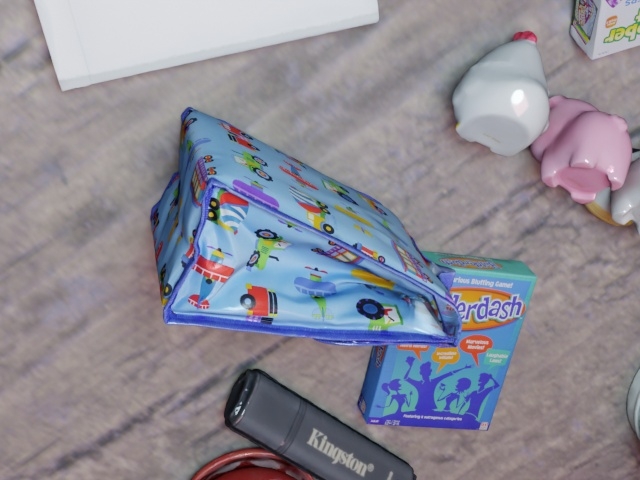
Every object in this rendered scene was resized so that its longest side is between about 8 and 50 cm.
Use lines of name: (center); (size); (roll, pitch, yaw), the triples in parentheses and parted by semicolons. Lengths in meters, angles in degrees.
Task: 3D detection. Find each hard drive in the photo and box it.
hard drive: (-0.110, -0.268, 0.823); (0.307, 0.040, 0.203); (-14, 116, -7)

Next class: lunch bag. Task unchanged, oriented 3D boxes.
lunch bag: (0.000, 0.000, 0.869); (0.293, 0.221, 0.138); (15, 110, -19)

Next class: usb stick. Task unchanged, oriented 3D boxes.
usb stick: (0.004, 0.242, 1.067); (0.278, 0.045, 0.077); (36, 59, -25)

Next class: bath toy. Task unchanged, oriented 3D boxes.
bath toy: (0.287, -0.098, 0.951); (0.348, 0.151, 0.129); (28, 66, -20)

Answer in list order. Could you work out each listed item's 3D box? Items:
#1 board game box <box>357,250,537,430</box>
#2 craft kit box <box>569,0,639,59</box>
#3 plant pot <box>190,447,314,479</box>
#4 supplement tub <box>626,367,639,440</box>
board game box: (0.145, 0.119, 1.055); (0.160, 0.047, 0.210); (6, 111, -16)
craft kit box: (0.371, -0.314, 0.862); (0.250, 0.061, 0.247); (-18, 144, -5)
plant pot: (-0.077, 0.346, 1.033); (0.191, 0.174, 0.191); (-6, 115, -12)
supplement tub: (0.525, 0.259, 1.060); (0.228, 0.316, 0.228); (-5, 115, -12)
